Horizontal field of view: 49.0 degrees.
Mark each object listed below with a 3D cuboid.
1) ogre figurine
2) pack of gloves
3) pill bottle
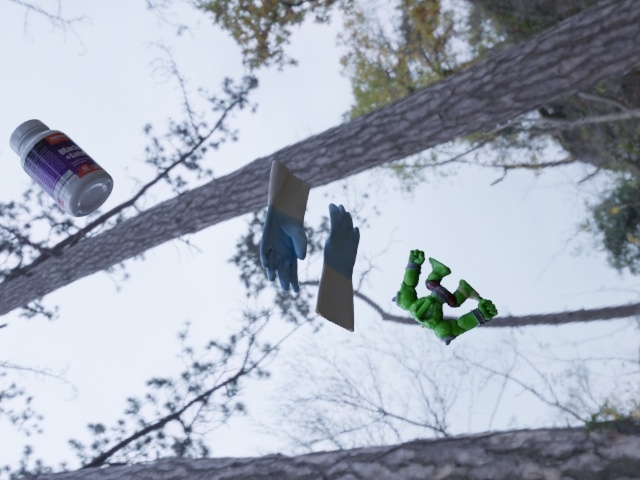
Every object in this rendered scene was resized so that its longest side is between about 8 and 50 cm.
[{"bbox_3d":[0.219,0.110,1.320,0.197,0.118,0.097,42,173,6],"label":"ogre figurine"},{"bbox_3d":[0.000,0.000,1.089,0.195,0.046,0.232,31,-134,-30],"label":"pack of gloves"},{"bbox_3d":[-0.495,-0.142,1.333,0.193,0.108,0.108,41,-146,13],"label":"pill bottle"}]
